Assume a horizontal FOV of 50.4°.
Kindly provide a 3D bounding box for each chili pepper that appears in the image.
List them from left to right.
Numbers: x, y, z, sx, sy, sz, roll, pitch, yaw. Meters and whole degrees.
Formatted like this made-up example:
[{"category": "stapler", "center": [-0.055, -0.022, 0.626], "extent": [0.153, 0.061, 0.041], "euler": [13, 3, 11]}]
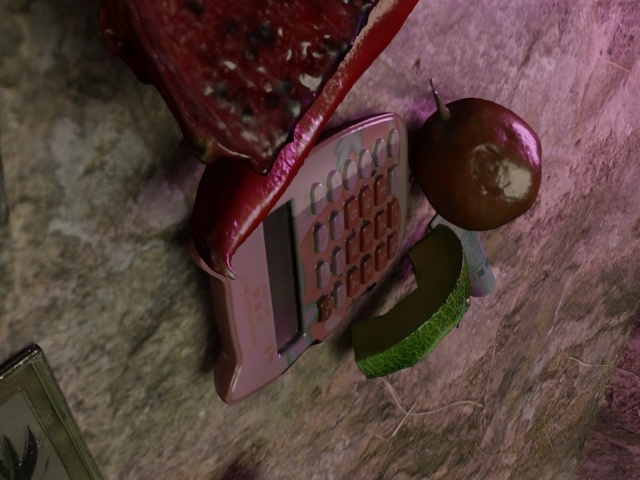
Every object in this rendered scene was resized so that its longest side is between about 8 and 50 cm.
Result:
[{"category": "chili pepper", "center": [0.006, -0.136, 0.522], "extent": [0.091, 0.137, 0.369], "euler": [34, 79, -31]}]

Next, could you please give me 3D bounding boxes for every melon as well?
[{"category": "melon", "center": [0.113, 0.078, 0.808], "extent": [0.209, 0.118, 0.064], "euler": [-41, 124, -14]}]

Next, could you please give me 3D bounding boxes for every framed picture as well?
[{"category": "framed picture", "center": [-0.234, 0.209, 0.490], "extent": [0.173, 0.010, 0.232], "euler": [-43, 139, -38]}]

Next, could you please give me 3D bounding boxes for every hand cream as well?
[{"category": "hand cream", "center": [0.200, 0.009, 0.942], "extent": [0.076, 0.047, 0.174], "euler": [-51, 133, -21]}]

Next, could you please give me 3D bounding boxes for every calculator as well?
[{"category": "calculator", "center": [0.000, 0.000, 0.670], "extent": [0.329, 0.048, 0.220], "euler": [-35, 133, -40]}]

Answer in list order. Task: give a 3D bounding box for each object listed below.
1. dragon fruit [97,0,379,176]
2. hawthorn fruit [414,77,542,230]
[{"category": "dragon fruit", "center": [-0.059, -0.208, 0.407], "extent": [0.205, 0.152, 0.317], "euler": [39, 72, -23]}, {"category": "hawthorn fruit", "center": [0.166, -0.101, 0.776], "extent": [0.189, 0.149, 0.149], "euler": [46, 64, -8]}]
